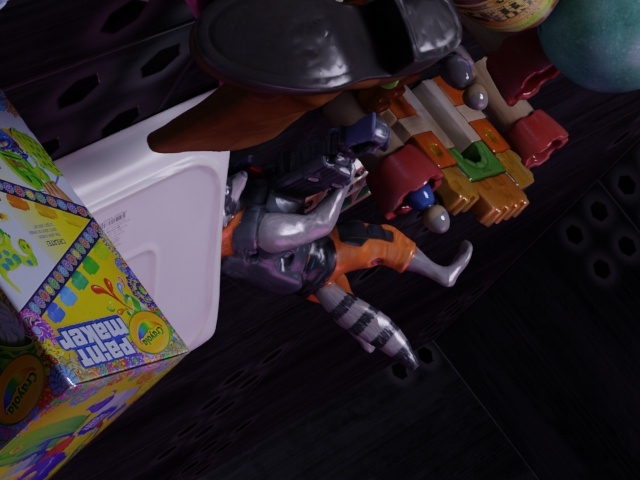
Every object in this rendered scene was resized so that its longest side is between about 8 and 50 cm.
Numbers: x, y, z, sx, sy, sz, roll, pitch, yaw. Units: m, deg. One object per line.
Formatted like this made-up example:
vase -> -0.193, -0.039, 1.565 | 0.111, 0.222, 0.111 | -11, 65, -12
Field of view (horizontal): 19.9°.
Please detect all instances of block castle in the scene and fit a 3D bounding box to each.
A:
block castle -> 0.237, -0.177, 2.209 | 0.303, 0.213, 0.453 | -44, 167, 30

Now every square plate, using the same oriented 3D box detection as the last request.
square plate -> -0.219, 0.047, 1.822 | 0.347, 0.049, 0.344 | -29, 142, -35

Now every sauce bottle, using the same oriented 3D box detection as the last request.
sauce bottle -> 0.146, -0.266, 1.700 | 0.111, 0.111, 0.344 | -40, 167, 14

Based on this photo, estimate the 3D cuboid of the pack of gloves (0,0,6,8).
pack of gloves -> -0.263, -0.151, 1.210 | 0.232, 0.046, 0.195 | -32, 172, -24

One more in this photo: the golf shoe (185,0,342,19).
golf shoe -> -0.018, -0.254, 1.415 | 0.140, 0.115, 0.306 | -27, 164, -28

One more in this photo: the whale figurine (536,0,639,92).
whale figurine -> 0.282, -0.268, 1.943 | 0.141, 0.272, 0.216 | -14, 128, -7

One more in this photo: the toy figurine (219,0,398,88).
toy figurine -> -0.028, -0.182, 1.743 | 0.159, 0.130, 0.173 | -20, -170, -13

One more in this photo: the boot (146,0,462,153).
boot -> -0.063, -0.137, 1.517 | 0.264, 0.096, 0.280 | -19, 179, -42

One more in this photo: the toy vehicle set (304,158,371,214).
toy vehicle set -> 0.017, -0.071, 2.412 | 0.267, 0.035, 0.166 | -32, 168, -23

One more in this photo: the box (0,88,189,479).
box -> -0.314, 0.074, 1.400 | 0.290, 0.279, 0.177 | -41, 168, 22

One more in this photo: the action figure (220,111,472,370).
action figure -> 0.000, 0.000, 2.013 | 0.341, 0.330, 0.178 | -34, -142, 56
